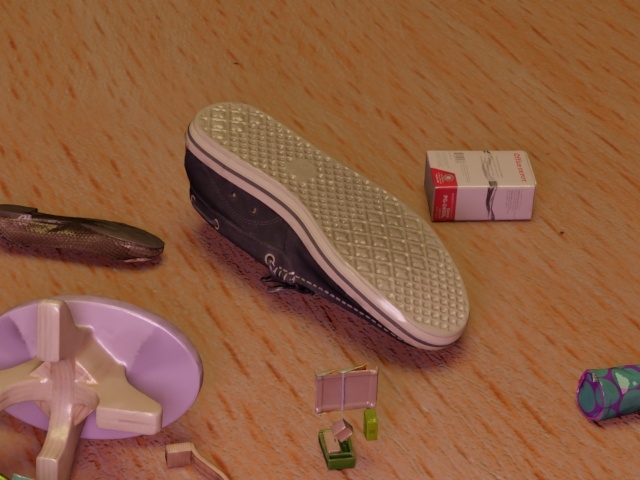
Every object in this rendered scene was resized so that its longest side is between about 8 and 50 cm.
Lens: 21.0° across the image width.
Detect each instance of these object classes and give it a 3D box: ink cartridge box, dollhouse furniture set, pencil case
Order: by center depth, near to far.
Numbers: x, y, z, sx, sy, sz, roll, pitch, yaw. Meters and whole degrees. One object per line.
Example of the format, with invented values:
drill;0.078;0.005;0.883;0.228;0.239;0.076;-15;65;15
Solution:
dollhouse furniture set;0.026;0.193;2.021;0.076;0.151;0.058;-5;35;-9
pencil case;0.397;0.177;2.144;0.152;0.064;0.070;-10;59;-18
ink cartridge box;0.234;-0.082;2.539;0.151;0.063;0.109;0;33;-4

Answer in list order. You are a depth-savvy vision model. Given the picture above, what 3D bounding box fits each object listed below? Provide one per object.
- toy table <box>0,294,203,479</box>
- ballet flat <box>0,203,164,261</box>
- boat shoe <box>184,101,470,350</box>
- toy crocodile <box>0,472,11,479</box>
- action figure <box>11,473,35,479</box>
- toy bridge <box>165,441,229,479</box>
toy table;-0.287;0.166;1.987;0.274;0.252;0.161;-5;15;11
ballet flat;-0.341;-0.001;2.403;0.250;0.058;0.084;10;12;3
boat shoe;0.000;0.000;2.328;0.500;0.156;0.187;38;41;26
toy crocodile;-0.472;0.242;1.930;0.341;0.115;0.105;16;-4;16
action figure;-0.227;0.337;1.838;0.232;0.137;0.063;16;22;7
toy bridge;-0.129;0.297;1.967;0.063;0.026;0.188;-6;34;-15
